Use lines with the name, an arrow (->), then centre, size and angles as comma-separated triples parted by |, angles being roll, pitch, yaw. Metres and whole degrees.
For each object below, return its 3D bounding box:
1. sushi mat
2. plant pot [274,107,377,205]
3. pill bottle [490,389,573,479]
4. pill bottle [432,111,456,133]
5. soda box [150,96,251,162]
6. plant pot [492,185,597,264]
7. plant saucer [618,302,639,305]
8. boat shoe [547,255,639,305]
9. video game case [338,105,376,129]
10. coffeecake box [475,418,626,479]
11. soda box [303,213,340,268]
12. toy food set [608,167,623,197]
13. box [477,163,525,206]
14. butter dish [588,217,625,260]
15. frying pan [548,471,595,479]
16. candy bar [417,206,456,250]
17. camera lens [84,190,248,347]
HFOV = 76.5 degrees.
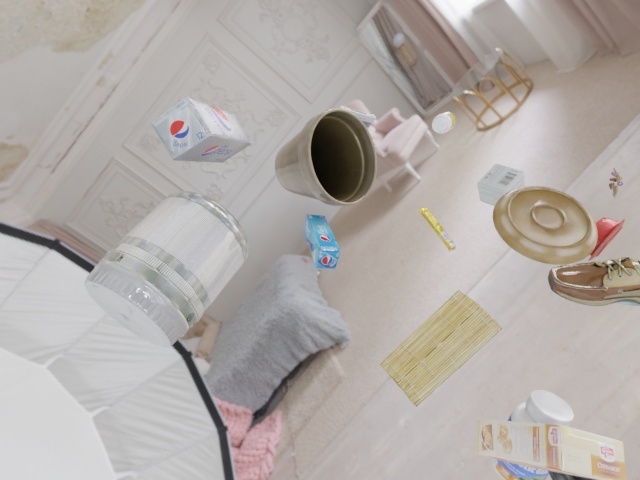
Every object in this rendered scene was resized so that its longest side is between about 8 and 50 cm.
sushi mat -> 0.323, 0.290, 1.109 | 0.316, 0.019, 0.151 | -44, 56, 3
plant pot -> -0.006, -0.275, 1.446 | 0.280, 0.323, 0.323 | 0, 50, 49
pill bottle -> 0.608, 0.569, 1.164 | 0.152, 0.152, 0.272 | -86, 6, -65
pill bottle -> 0.413, -0.394, 1.365 | 0.065, 0.065, 0.116 | -40, -3, 37
soda box -> -0.256, -0.242, 0.926 | 0.098, 0.091, 0.286 | -30, 5, 11
plant pot -> 0.538, -0.049, 0.968 | 0.032, 0.236, 0.236 | 87, -153, -54
plant saucer -> 1.115, 0.172, 1.460 | 0.195, 0.195, 0.037 | -26, 33, 58
boat shoe -> 0.766, 0.090, 1.037 | 0.120, 0.324, 0.122 | 85, -170, -45
video game case -> 0.095, -0.418, 1.577 | 0.201, 0.183, 0.023 | -51, 54, 37
coffeecake box -> 0.395, 0.367, 0.717 | 0.185, 0.142, 0.068 | 139, 147, -60
soda box -> 0.000, 0.000, 1.314 | 0.210, 0.067, 0.071 | -111, 29, -52
toy food set -> 1.158, -0.232, 1.590 | 0.019, 0.122, 0.078 | -15, 58, 16
box -> 0.566, -0.168, 1.270 | 0.101, 0.087, 0.102 | -43, 43, -13
butter dish -> 1.080, -0.026, 1.594 | 0.160, 0.118, 0.160 | -41, -31, -14
frying pan -> 0.588, 0.569, 0.980 | 0.053, 0.197, 0.326 | -21, -11, -19
candy bar -> 0.352, -0.036, 1.224 | 0.040, 0.161, 0.018 | -20, -20, -40
camera lens -> -0.299, 0.050, 0.839 | 0.219, 0.219, 0.274 | -31, 20, 52
